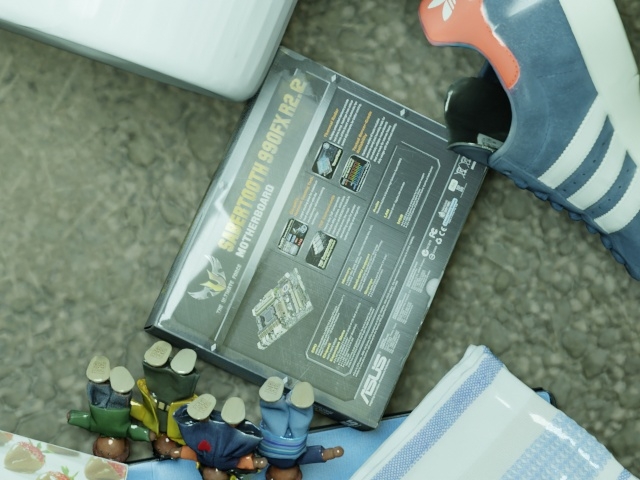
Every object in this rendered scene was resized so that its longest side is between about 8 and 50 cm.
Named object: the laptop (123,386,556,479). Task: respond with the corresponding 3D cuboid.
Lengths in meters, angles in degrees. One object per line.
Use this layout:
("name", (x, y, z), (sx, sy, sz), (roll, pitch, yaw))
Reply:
("laptop", (0.048, 0.341, 1.349), (0.381, 0.408, 0.236), (-9, 122, -11))

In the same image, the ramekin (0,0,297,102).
("ramekin", (-0.142, -0.191, 1.315), (0.277, 0.277, 0.135), (19, 91, -10))

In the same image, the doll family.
("doll family", (-0.082, 0.135, 1.387), (0.193, 0.111, 0.076), (19, 45, 14))

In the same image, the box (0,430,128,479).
("box", (-0.297, 0.152, 1.348), (0.324, 0.067, 0.063), (17, 57, -8))

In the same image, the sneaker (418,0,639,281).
("sneaker", (0.175, -0.068, 1.415), (0.148, 0.131, 0.350), (-21, 124, 11))

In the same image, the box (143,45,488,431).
("box", (0.000, 0.000, 1.436), (0.183, 0.056, 0.231), (25, 80, -9))

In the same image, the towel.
("towel", (0.157, 0.225, 1.401), (0.285, 0.034, 0.209), (40, 64, 16))
